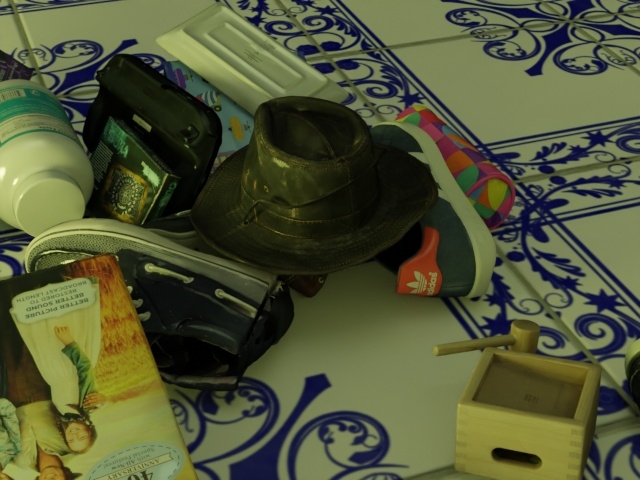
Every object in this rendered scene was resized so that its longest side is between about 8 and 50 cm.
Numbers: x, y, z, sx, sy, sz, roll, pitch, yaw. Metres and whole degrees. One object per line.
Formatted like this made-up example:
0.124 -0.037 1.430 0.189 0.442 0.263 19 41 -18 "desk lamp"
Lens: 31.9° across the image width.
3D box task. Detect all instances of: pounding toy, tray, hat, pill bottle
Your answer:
0.206 0.170 1.210 0.181 0.094 0.206 8 25 19 "pounding toy"
-0.099 -0.264 1.653 0.270 0.030 0.145 38 52 17 "tray"
-0.023 -0.098 1.384 0.331 0.134 0.331 -8 34 6 "hat"
-0.401 -0.108 1.553 0.146 0.146 0.264 -12 37 -19 "pill bottle"

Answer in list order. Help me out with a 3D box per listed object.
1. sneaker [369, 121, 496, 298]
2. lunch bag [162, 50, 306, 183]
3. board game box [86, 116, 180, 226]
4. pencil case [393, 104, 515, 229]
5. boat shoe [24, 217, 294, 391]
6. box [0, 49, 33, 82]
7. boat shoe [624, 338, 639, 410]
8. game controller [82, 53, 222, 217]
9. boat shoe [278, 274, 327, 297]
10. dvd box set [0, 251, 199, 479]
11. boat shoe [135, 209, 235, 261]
0.096 -0.049 1.487 0.148 0.131 0.350 -7 35 -19 "sneaker"
-0.095 -0.139 1.639 0.221 0.138 0.293 -7 44 -16 "lunch bag"
-0.268 -0.076 1.533 0.026 0.126 0.186 16 19 -43 "board game box"
0.180 -0.103 1.606 0.104 0.104 0.236 -14 35 -20 "pencil case"
-0.212 0.074 1.300 0.340 0.127 0.158 10 28 12 "boat shoe"
-0.560 -0.244 1.697 0.207 0.108 0.153 32 26 -25 "box"
0.500 0.166 1.185 0.340 0.127 0.113 5 35 9 "boat shoe"
-0.247 -0.152 1.604 0.067 0.166 0.319 0 25 -38 "game controller"
0.000 0.000 1.479 0.073 0.073 0.207 41 42 -8 "boat shoe"
-0.289 0.209 1.075 0.308 0.062 0.420 -15 49 -15 "dvd box set"
-0.194 0.005 1.455 0.233 0.084 0.079 -12 27 -23 "boat shoe"
